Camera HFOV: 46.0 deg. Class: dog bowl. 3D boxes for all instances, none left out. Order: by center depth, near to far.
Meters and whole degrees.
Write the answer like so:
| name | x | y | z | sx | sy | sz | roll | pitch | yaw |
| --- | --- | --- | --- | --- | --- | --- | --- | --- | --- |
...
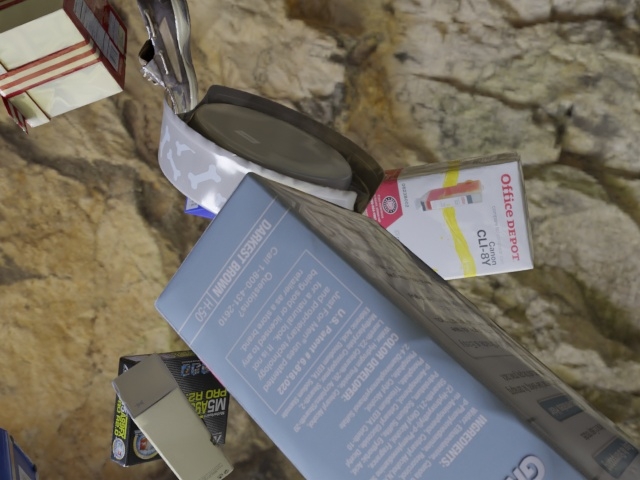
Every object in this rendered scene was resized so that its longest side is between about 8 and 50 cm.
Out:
| name | x | y | z | sx | sy | sz | roll | pitch | yaw |
| --- | --- | --- | --- | --- | --- | --- | --- | --- | --- |
| dog bowl | -0.080 | -0.117 | 1.122 | 0.349 | 0.349 | 0.102 | -30 | -33 | -64 |

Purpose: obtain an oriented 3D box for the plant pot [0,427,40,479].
| name | x | y | z | sx | sy | sz | roll | pitch | yaw |
| --- | --- | --- | --- | --- | --- | --- | --- | --- | --- |
| plant pot | -0.729 | 0.555 | 1.614 | 0.212 | 0.236 | 0.235 | -22 | -46 | -10 |

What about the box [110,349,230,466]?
| name | x | y | z | sx | sy | sz | roll | pitch | yaw |
| --- | --- | --- | --- | --- | --- | --- | --- | --- | --- |
| box | -0.312 | 0.349 | 1.615 | 0.270 | 0.060 | 0.216 | 4 | -88 | -49 |

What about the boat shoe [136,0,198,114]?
| name | x | y | z | sx | sy | sz | roll | pitch | yaw |
| --- | --- | --- | --- | --- | --- | --- | --- | --- | --- |
| boat shoe | -0.378 | -0.444 | 1.827 | 0.132 | 0.130 | 0.355 | -121 | 24 | -52 |

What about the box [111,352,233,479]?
| name | x | y | z | sx | sy | sz | roll | pitch | yaw |
| --- | --- | --- | --- | --- | --- | --- | --- | --- | --- |
| box | -0.261 | 0.337 | 1.355 | 0.094 | 0.113 | 0.275 | -34 | -46 | -15 |

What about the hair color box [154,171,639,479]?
| name | x | y | z | sx | sy | sz | roll | pitch | yaw |
| --- | --- | --- | --- | --- | --- | --- | --- | --- | --- |
| hair color box | 0.091 | 0.123 | 0.453 | 0.113 | 0.374 | 0.185 | -54 | -27 | 11 |

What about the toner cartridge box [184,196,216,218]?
| name | x | y | z | sx | sy | sz | roll | pitch | yaw |
| --- | --- | --- | --- | --- | --- | --- | --- | --- | --- |
| toner cartridge box | -0.121 | -0.071 | 1.756 | 0.348 | 0.165 | 0.075 | 13 | -99 | -35 |

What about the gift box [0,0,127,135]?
| name | x | y | z | sx | sy | sz | roll | pitch | yaw |
| --- | --- | --- | --- | --- | --- | --- | --- | --- | --- |
| gift box | -0.558 | -0.388 | 1.548 | 0.276 | 0.258 | 0.255 | 64 | -166 | -45 |

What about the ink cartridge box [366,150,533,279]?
| name | x | y | z | sx | sy | sz | roll | pitch | yaw |
| --- | --- | --- | --- | --- | --- | --- | --- | --- | --- |
| ink cartridge box | 0.325 | -0.054 | 1.893 | 0.160 | 0.385 | 0.279 | -49 | -51 | -70 |
